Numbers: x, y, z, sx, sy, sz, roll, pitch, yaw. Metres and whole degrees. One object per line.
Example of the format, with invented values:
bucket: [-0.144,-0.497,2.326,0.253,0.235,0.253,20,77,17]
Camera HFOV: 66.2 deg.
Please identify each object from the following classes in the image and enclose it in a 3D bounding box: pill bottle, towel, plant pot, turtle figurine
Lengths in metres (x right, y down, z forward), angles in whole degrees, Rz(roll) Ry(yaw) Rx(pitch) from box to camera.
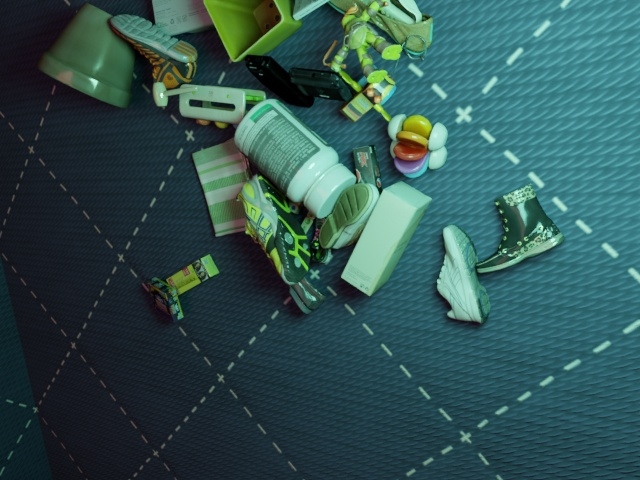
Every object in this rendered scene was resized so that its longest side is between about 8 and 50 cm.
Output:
pill bottle: [-0.076,-0.249,1.512,0.361,0.204,0.204,44,120,13]
towel: [-0.336,-0.187,1.777,0.247,0.038,0.325,-11,98,33]
plant pot: [-0.179,-0.674,1.461,0.212,0.187,0.212,-26,90,32]
turtle figurine: [0.112,-0.515,1.228,0.269,0.087,0.217,-46,58,26]
plant pot: [-0.804,-0.678,1.778,0.323,0.323,0.280,32,100,19]

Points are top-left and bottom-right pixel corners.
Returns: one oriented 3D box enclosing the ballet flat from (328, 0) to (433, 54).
ballet flat: [0.162,-0.630,1.307,0.342,0.116,0.124,39,152,14]

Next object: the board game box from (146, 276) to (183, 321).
board game box: [-0.644,0.242,2.025,0.170,0.048,0.141,18,124,43]

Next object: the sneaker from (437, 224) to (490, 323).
sneaker: [0.388,0.103,1.405,0.129,0.111,0.297,-10,98,38]

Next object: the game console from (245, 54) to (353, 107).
game console: [-0.048,-0.442,1.395,0.361,0.213,0.044,24,86,41]

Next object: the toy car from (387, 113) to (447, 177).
toy car: [0.254,-0.246,1.340,0.159,0.136,0.182,19,154,23]

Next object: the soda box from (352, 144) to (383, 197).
soda box: [0.145,-0.201,1.486,0.060,0.053,0.169,-5,100,31]

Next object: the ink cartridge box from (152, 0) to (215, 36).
ink cartridge box: [-0.434,-0.865,1.623,0.324,0.071,0.330,3,104,31]

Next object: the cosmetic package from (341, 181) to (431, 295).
cosmetic package: [0.193,-0.006,1.453,0.113,0.160,0.309,34,119,17]

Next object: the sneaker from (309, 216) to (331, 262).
sneaker: [0.000,0.000,1.613,0.063,0.075,0.170,11,108,27]

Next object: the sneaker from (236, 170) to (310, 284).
sneaker: [-0.152,-0.029,1.575,0.147,0.145,0.385,-31,68,28]

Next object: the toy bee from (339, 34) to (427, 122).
toy bee: [0.134,-0.411,1.325,0.195,0.162,0.298,27,142,3]

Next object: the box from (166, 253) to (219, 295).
box: [-0.511,0.141,1.956,0.232,0.058,0.087,-27,91,33]

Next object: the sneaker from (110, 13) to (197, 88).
sneaker: [-0.584,-0.634,1.697,0.321,0.125,0.180,31,137,2]

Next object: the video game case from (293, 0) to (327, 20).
video game case: [0.004,-0.719,1.371,0.173,0.022,0.190,-17,52,33]

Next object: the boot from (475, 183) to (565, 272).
boot: [0.500,-0.027,1.317,0.236,0.085,0.179,-28,86,29]

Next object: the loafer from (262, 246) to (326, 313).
loafer: [-0.089,0.104,1.688,0.095,0.109,0.303,-34,82,11]

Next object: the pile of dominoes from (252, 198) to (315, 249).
pile of dominoes: [-0.130,-0.073,1.634,0.196,0.040,0.251,30,93,20]

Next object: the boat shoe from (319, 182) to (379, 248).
boat shoe: [0.101,-0.073,1.480,0.302,0.103,0.113,-47,47,52]

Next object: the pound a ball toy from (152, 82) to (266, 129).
pound a ball toy: [-0.369,-0.440,1.624,0.319,0.208,0.136,13,110,26]
